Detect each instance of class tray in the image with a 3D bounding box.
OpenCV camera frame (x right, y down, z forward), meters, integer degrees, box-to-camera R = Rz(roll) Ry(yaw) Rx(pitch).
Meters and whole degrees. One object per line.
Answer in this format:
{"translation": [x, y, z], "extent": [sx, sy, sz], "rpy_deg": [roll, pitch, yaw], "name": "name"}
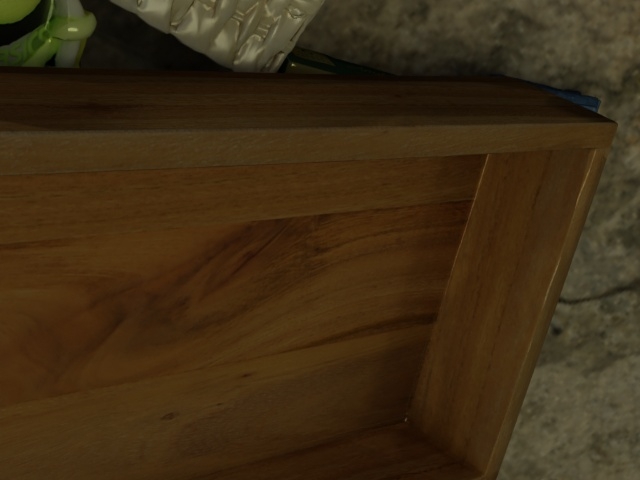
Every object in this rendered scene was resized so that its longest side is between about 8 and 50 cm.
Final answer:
{"translation": [-0.053, 0.038, 0.521], "extent": [0.411, 0.076, 0.203], "rpy_deg": [-7, 119, -46], "name": "tray"}

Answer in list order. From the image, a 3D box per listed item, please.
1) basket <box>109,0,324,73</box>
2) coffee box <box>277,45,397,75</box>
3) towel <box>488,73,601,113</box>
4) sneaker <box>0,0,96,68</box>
{"translation": [-0.035, -0.164, 0.561], "extent": [0.113, 0.103, 0.167], "rpy_deg": [27, 102, -26], "name": "basket"}
{"translation": [0.000, 0.000, 0.680], "extent": [0.113, 0.040, 0.184], "rpy_deg": [14, 108, -22], "name": "coffee box"}
{"translation": [0.101, -0.026, 0.706], "extent": [0.067, 0.029, 0.119], "rpy_deg": [8, 111, -19], "name": "towel"}
{"translation": [-0.152, -0.039, 0.519], "extent": [0.145, 0.147, 0.385], "rpy_deg": [-39, 120, -34], "name": "sneaker"}
